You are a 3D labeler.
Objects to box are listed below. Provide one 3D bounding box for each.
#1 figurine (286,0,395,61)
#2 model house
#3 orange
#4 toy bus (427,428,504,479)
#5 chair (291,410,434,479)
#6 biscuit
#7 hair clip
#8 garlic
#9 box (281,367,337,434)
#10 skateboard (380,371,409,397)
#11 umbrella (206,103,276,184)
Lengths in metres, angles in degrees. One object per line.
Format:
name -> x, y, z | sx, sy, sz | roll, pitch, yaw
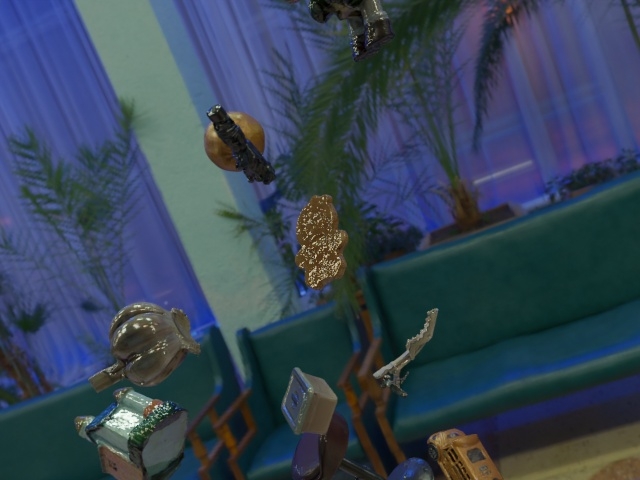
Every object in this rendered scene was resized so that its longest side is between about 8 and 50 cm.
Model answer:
figurine -> 0.016, -0.526, 1.418 | 0.167, 0.370, 0.281 | -29, 0, -27
model house -> -0.516, 0.507, 1.962 | 0.291, 0.253, 0.184 | 20, 39, 17
orange -> -0.217, -0.248, 1.884 | 0.158, 0.159, 0.136 | -22, 28, 6
toy bus -> 0.294, 0.449, 1.459 | 0.083, 0.195, 0.088 | -7, -41, -29
chair -> 0.089, 0.606, 1.986 | 0.226, 0.401, 0.227 | -43, 26, 26
biscuit -> -0.002, 0.005, 1.452 | 0.027, 0.184, 0.133 | 14, -47, -43
hair clip -> 0.227, 0.265, 1.807 | 0.226, 0.072, 0.034 | -49, 12, 0
garlic -> -0.305, 0.180, 1.210 | 0.194, 0.131, 0.127 | -28, -19, 13
box -> -0.020, 0.288, 1.319 | 0.062, 0.089, 0.122 | 16, 6, -17
skateboard -> 0.171, 0.303, 1.559 | 0.063, 0.032, 0.083 | 32, 17, 29
umbrella -> -0.180, -0.207, 1.658 | 0.080, 0.224, 0.071 | 6, 54, 38
